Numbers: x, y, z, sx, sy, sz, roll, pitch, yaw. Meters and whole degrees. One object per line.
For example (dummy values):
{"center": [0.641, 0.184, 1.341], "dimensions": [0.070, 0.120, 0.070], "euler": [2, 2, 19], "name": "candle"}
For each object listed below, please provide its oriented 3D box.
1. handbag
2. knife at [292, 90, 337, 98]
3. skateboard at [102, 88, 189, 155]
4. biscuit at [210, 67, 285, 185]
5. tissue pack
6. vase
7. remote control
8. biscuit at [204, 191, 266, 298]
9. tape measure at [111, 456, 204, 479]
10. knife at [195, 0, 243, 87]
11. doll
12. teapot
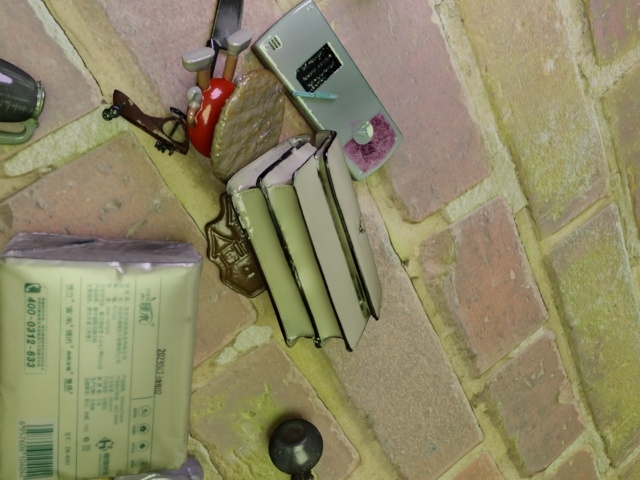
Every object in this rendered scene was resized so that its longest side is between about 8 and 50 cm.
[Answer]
{"center": [0.000, 0.000, 0.926], "dimensions": [0.236, 0.160, 0.358], "euler": [-54, 133, -53], "name": "handbag"}
{"center": [-0.009, -0.270, 0.917], "dimensions": [0.091, 0.005, 0.014], "euler": [-1, 106, -24], "name": "knife"}
{"center": [-0.284, -0.204, 0.843], "dimensions": [0.151, 0.067, 0.080], "euler": [33, 78, -33], "name": "skateboard"}
{"center": [-0.119, -0.190, 0.854], "dimensions": [0.033, 0.220, 0.219], "euler": [24, 94, 16], "name": "biscuit"}
{"center": [-0.357, 0.185, 0.821], "dimensions": [0.298, 0.207, 0.379], "euler": [5, 101, -23], "name": "tissue pack"}
{"center": [-0.049, 0.483, 1.100], "dimensions": [0.120, 0.120, 0.182], "euler": [-20, 124, -19], "name": "vase"}
{"center": [0.025, -0.278, 0.962], "dimensions": [0.145, 0.050, 0.344], "euler": [-44, 117, -8], "name": "remote control"}
{"center": [-0.137, 0.000, 0.970], "dimensions": [0.182, 0.034, 0.215], "euler": [-35, 115, -13], "name": "biscuit"}
{"center": [-0.339, 0.505, 0.977], "dimensions": [0.196, 0.105, 0.178], "euler": [28, 84, -29], "name": "tape measure"}
{"center": [-0.168, -0.367, 0.871], "dimensions": [0.060, 0.028, 0.230], "euler": [11, 96, -39], "name": "knife"}
{"center": [-0.172, -0.231, 0.844], "dimensions": [0.183, 0.085, 0.217], "euler": [-48, 154, -43], "name": "doll"}
{"center": [-0.471, -0.210, 0.750], "dimensions": [0.091, 0.124, 0.092], "euler": [11, 58, -42], "name": "teapot"}
